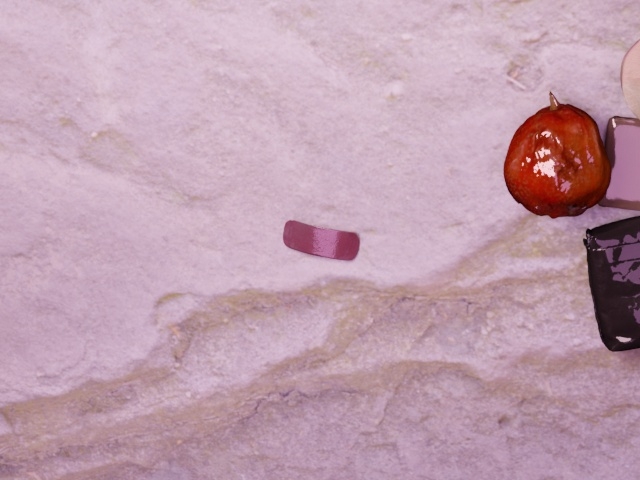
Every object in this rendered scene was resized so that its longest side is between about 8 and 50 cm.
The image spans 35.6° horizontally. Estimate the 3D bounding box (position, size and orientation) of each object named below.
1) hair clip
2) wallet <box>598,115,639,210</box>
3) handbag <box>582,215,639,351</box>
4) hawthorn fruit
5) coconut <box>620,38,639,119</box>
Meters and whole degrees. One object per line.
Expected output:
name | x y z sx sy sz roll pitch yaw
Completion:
hair clip | 0.000 0.000 1.752 0.137 0.022 0.054 12 106 5
wallet | 0.517 -0.123 1.624 0.118 0.039 0.152 10 104 16
handbag | 0.574 0.064 1.656 0.247 0.080 0.223 -11 105 11
hawthorn fruit | 0.380 -0.122 1.586 0.173 0.173 0.179 28 110 -1
coconut | 0.539 -0.248 1.506 0.171 0.183 0.171 2 101 9
